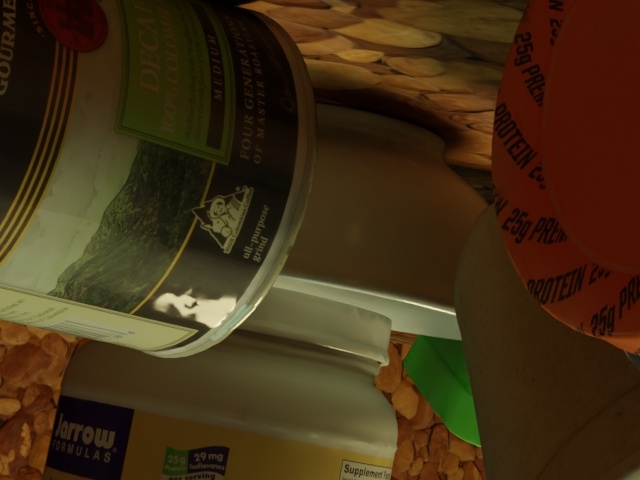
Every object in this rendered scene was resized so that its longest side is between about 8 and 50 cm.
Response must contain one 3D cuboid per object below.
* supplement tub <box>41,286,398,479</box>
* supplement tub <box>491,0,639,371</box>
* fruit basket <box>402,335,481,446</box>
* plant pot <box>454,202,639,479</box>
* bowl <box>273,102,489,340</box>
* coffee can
[{"bbox_3d":[-0.079,0.199,1.236,0.241,0.331,0.241,10,174,1],"label":"supplement tub"},{"bbox_3d":[0.240,-0.012,0.633,0.338,0.207,0.207,15,172,-31],"label":"supplement tub"},{"bbox_3d":[0.256,0.188,1.465,0.392,0.392,0.283,12,-170,-11],"label":"fruit basket"},{"bbox_3d":[0.217,0.100,0.987,0.334,0.334,0.305,13,-147,-21],"label":"plant pot"},{"bbox_3d":[0.008,-0.018,1.270,0.298,0.134,0.298,10,174,1],"label":"bowl"},{"bbox_3d":[-0.169,-0.062,0.897,0.275,0.201,0.201,16,172,-40],"label":"coffee can"}]
